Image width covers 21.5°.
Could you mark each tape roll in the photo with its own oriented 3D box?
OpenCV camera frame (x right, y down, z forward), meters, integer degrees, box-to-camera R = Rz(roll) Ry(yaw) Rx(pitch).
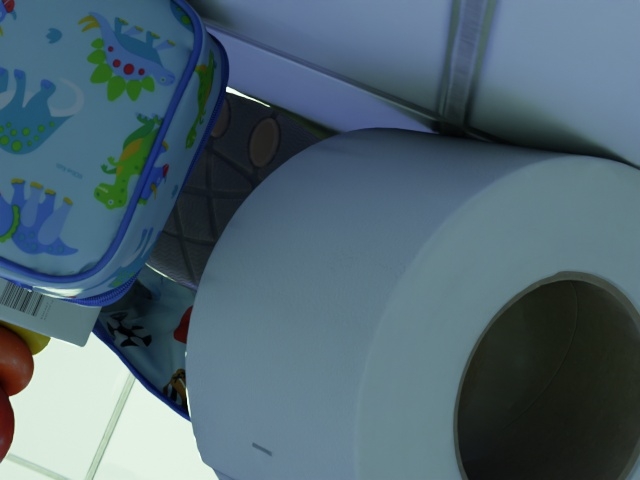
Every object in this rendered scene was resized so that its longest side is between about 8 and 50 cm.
[{"bbox_3d":[0.073,0.068,0.882,0.246,0.246,0.169,26,175,-33],"label":"tape roll"}]

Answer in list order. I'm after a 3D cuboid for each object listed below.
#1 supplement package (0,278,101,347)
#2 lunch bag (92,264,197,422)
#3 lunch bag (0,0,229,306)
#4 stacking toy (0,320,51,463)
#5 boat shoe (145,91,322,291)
[{"bbox_3d":[-0.284,-0.070,1.228,0.262,0.198,0.199,20,175,27],"label":"supplement package"},{"bbox_3d":[0.025,0.094,1.415,0.385,0.239,0.328,11,171,26],"label":"lunch bag"},{"bbox_3d":[-0.173,-0.071,0.883,0.219,0.176,0.090,21,174,11],"label":"lunch bag"},{"bbox_3d":[-0.261,0.040,1.363,0.141,0.330,0.141,9,146,6],"label":"stacking toy"},{"bbox_3d":[0.000,0.000,1.123,0.355,0.132,0.130,23,175,13],"label":"boat shoe"}]
